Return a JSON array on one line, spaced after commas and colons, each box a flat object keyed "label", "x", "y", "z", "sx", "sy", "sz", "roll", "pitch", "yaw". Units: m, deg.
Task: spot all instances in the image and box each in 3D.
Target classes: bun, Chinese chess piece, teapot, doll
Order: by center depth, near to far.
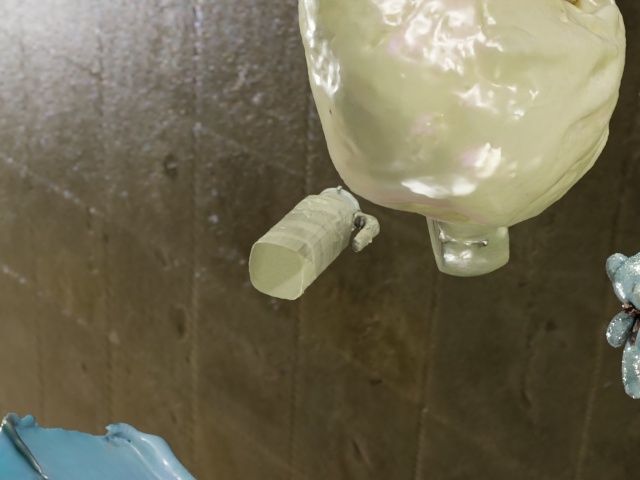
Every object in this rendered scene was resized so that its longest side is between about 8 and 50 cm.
[{"label": "bun", "x": 0.121, "y": -0.171, "z": 0.963, "sx": 0.213, "sy": 0.361, "sz": 0.361, "roll": -7, "pitch": 102, "yaw": 21}, {"label": "doll", "x": 0.373, "y": 0.087, "z": 1.431, "sx": 0.120, "sy": 0.180, "sz": 0.075, "roll": -1, "pitch": 150, "yaw": 31}, {"label": "teapot", "x": 0.000, "y": 0.000, "z": 1.583, "sx": 0.107, "sy": 0.200, "sz": 0.077, "roll": 11, "pitch": 118, "yaw": 20}, {"label": "Chinese chess piece", "x": 0.177, "y": -0.069, "z": 1.590, "sx": 0.238, "sy": 0.092, "sz": 0.238, "roll": -8, "pitch": -90, "yaw": -89}]

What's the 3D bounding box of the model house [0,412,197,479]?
[{"label": "model house", "x": -0.186, "y": 0.299, "z": 0.857, "sx": 0.237, "sy": 0.215, "sz": 0.303, "roll": 43, "pitch": 91, "yaw": 19}]
